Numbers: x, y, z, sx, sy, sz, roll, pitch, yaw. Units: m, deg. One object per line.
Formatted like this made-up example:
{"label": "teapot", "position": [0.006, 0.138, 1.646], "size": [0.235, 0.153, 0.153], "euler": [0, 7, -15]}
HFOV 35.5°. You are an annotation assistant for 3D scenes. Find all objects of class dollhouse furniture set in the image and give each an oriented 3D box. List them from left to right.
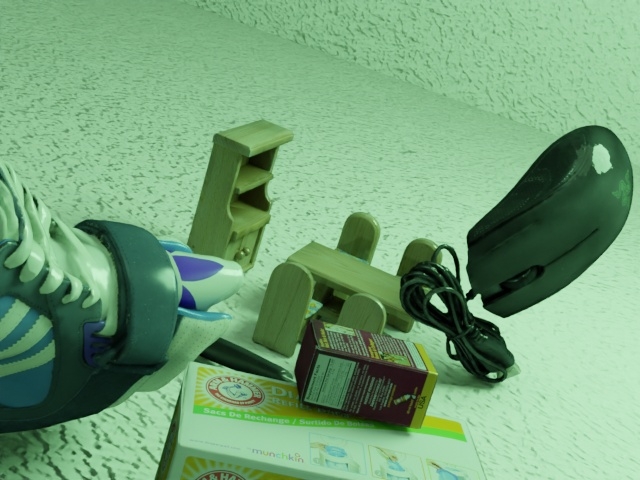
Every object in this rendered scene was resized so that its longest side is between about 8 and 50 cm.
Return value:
{"label": "dollhouse furniture set", "position": [0.000, 0.000, 1.013], "size": [0.242, 0.161, 0.212], "euler": [23, 21, 15]}

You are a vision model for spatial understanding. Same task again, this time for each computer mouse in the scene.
{"label": "computer mouse", "position": [0.216, 0.009, 0.961], "size": [0.188, 0.272, 0.072], "euler": [45, -6, -39]}

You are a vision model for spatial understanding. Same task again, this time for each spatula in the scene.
{"label": "spatula", "position": [-0.015, 0.132, 0.820], "size": [0.296, 0.030, 0.084], "euler": [26, -22, 36]}

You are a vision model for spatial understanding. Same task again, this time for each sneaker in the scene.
{"label": "sneaker", "position": [-0.159, 0.010, 0.624], "size": [0.236, 0.323, 0.130], "euler": [-14, 58, -23]}

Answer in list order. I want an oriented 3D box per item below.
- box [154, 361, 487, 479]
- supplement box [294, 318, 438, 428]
{"label": "box", "position": [-0.006, 0.169, 0.654], "size": [0.203, 0.114, 0.103], "euler": [13, 21, -9]}
{"label": "supplement box", "position": [0.029, 0.088, 0.664], "size": [0.083, 0.043, 0.055], "euler": [14, 15, -9]}
